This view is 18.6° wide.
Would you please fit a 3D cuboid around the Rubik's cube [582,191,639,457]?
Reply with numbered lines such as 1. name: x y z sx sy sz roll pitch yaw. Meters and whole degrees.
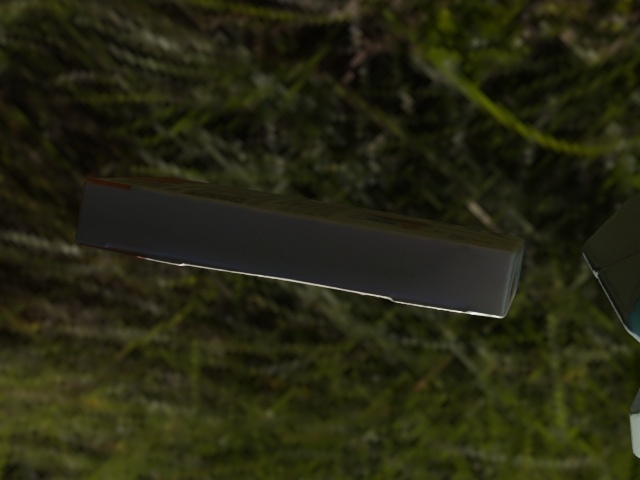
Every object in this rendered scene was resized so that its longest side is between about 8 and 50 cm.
1. Rubik's cube: 0.268 0.042 1.046 0.213 0.224 0.265 -29 -148 53

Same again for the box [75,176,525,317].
1. box: 0.000 0.000 1.275 0.273 0.265 0.048 -8 107 -82
